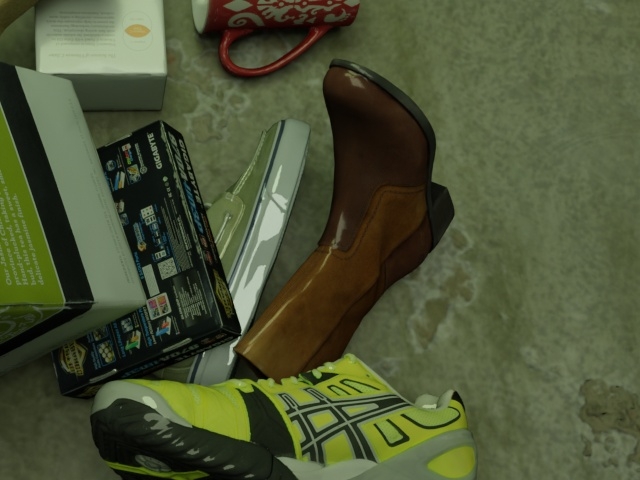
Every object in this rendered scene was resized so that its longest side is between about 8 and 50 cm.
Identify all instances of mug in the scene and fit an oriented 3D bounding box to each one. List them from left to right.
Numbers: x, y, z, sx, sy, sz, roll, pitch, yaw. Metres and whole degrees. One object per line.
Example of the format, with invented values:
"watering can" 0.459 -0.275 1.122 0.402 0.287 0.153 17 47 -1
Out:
"mug" -0.051 -0.265 1.180 0.169 0.150 0.113 -3 38 -17

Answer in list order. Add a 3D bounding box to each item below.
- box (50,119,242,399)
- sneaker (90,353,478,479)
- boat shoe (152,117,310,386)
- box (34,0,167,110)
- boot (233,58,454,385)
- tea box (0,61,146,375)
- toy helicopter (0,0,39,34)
"box" -0.188 0.018 1.030 0.175 0.051 0.220 -24 72 13
"sneaker" -0.025 0.174 0.969 0.384 0.145 0.147 20 61 -30
"boat shoe" -0.090 0.007 1.075 0.094 0.109 0.302 19 73 -1
"box" -0.230 -0.229 1.124 0.130 0.091 0.171 -1 74 -12
"boot" 0.000 0.000 1.039 0.096 0.264 0.280 26 66 32
"tea box" -0.376 0.015 0.831 0.329 0.323 0.220 -26 77 23
"toy helicopter" -0.347 -0.224 1.037 0.355 0.140 0.235 -36 67 4
